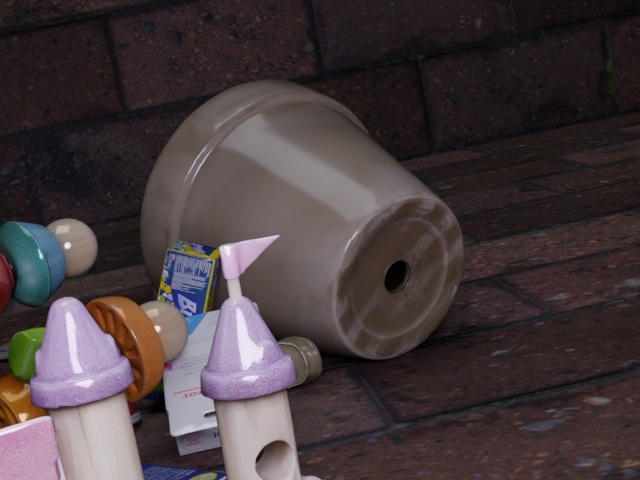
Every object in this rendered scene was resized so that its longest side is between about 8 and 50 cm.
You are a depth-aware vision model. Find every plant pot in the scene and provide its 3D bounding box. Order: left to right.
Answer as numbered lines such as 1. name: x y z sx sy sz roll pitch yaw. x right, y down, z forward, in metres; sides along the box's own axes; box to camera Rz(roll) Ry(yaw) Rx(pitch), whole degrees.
1. plant pot: 0.000 0.000 1.407 0.323 0.323 0.280 -17 28 -33

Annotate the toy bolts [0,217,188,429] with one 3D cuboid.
1. toy bolts: -0.251 0.088 1.188 0.158 0.228 0.218 -24 -21 -40

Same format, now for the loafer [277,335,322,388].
1. loafer: -0.060 0.138 1.301 0.148 0.056 0.050 -16 5 41

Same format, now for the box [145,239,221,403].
1. box: -0.148 0.089 1.315 0.054 0.168 0.059 14 12 3

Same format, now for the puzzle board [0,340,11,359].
1. puzzle board: -0.408 0.152 1.731 0.128 0.011 0.096 -5 12 33

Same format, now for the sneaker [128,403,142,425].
1. sneaker: -0.218 0.158 1.304 0.042 0.067 0.118 -13 10 -11

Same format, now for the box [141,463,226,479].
1. box: -0.191 0.220 1.003 0.225 0.036 0.136 -5 11 42

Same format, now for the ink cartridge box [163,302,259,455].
1. ink cartridge box: -0.096 0.142 1.184 0.104 0.061 0.181 -12 32 -3

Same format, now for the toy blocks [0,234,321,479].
1. toy blocks: -0.132 0.155 0.653 0.289 0.260 0.309 -16 11 -26
